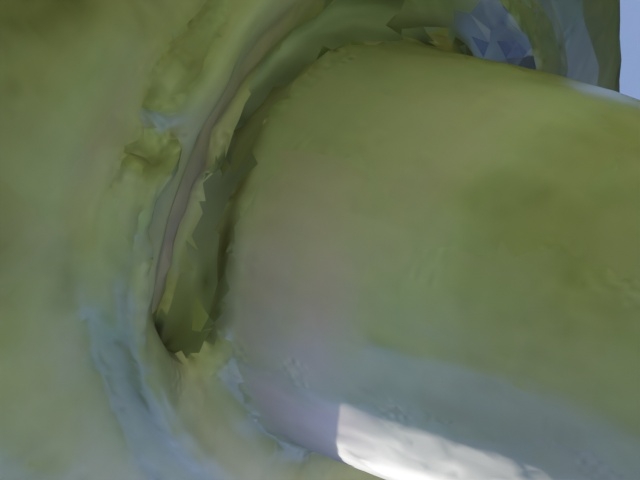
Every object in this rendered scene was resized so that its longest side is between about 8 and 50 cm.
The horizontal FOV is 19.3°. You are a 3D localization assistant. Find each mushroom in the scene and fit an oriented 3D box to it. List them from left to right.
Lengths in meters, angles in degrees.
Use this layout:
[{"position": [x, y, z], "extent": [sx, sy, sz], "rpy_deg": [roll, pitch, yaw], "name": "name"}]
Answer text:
[{"position": [-0.016, -0.017, 0.520], "extent": [0.356, 0.315, 0.315], "rpy_deg": [7, -136, -11], "name": "mushroom"}]
